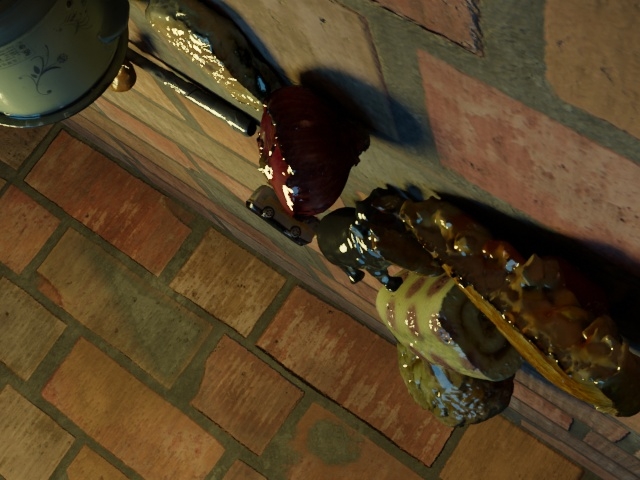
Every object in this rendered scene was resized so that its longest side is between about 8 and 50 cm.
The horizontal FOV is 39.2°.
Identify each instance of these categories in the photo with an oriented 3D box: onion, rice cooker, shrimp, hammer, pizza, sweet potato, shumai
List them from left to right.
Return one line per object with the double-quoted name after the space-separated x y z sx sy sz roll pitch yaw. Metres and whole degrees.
-0.419 -0.312 1.250 0.316 0.264 0.317 -6 159 -2 "rice cooker"
-0.343 -0.286 1.547 0.056 0.056 0.195 37 168 -14 "sweet potato"
-0.291 -0.299 1.573 0.426 0.044 0.152 33 173 14 "hammer"
-0.009 -0.115 1.153 0.146 0.184 0.184 -7 172 -3 "onion"
0.117 -0.008 1.302 0.187 0.051 0.133 17 -139 -42 "shrimp"
0.249 0.252 1.953 0.283 0.217 0.346 40 174 -35 "shumai"
0.264 0.062 1.159 0.406 0.130 0.440 45 -179 15 "pizza"

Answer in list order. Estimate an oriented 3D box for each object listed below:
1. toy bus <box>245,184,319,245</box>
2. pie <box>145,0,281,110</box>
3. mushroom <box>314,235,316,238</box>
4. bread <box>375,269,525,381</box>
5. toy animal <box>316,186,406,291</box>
-0.083 -0.058 2.024 0.172 0.072 0.057 36 174 -21 "toy bus"
-0.151 -0.255 1.201 0.185 0.052 0.218 28 171 35 "pie"
0.001 -0.005 2.192 0.286 0.028 0.026 32 -146 26 "mushroom"
0.227 0.142 1.610 0.187 0.155 0.338 41 172 -12 "bread"
0.096 -0.001 1.510 0.168 0.106 0.343 43 165 -6 "toy animal"
